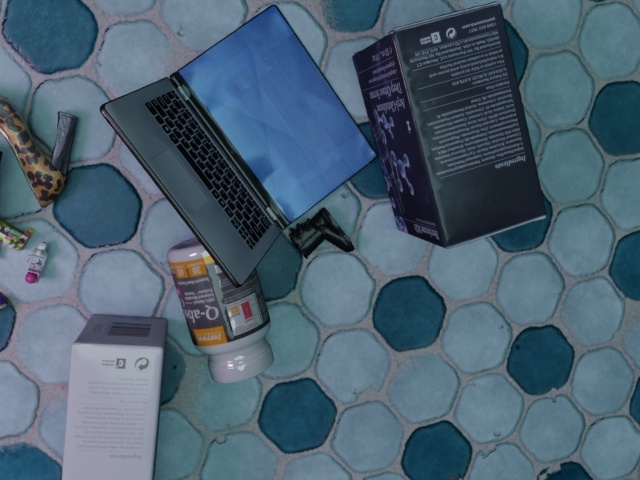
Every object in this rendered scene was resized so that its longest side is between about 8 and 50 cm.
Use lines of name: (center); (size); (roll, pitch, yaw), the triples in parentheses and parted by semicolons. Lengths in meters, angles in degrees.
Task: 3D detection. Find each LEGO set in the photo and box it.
LEGO set: (-0.661, 0.001, 1.251); (0.286, 0.107, 0.132); (9, 95, -12)

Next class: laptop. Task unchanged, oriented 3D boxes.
laptop: (-0.121, -0.196, 1.263); (0.236, 0.408, 0.382); (-31, 103, 24)

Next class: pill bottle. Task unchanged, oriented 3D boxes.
pill bottle: (-0.191, 0.128, 1.333); (0.162, 0.162, 0.279); (-16, 100, -9)

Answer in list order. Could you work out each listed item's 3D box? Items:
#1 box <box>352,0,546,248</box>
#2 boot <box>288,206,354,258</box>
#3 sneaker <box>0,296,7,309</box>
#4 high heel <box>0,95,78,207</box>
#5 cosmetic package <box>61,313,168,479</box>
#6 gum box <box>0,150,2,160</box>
box: (0.239, -0.215, 1.307); (0.211, 0.293, 0.396); (-18, 100, -8)
boot: (0.000, 0.000, 1.414); (0.099, 0.045, 0.121); (-39, 95, -7)
sneaker: (-0.688, 0.100, 1.281); (0.169, 0.068, 0.071); (13, 89, -12)
high heel: (-0.599, -0.173, 1.248); (0.261, 0.093, 0.186); (13, 92, -19)
cosmetic package: (-0.395, 0.390, 1.292); (0.161, 0.230, 0.454); (5, 95, -11)
gum box: (-0.680, -0.096, 1.209); (0.184, 0.041, 0.157); (3, 76, 13)
